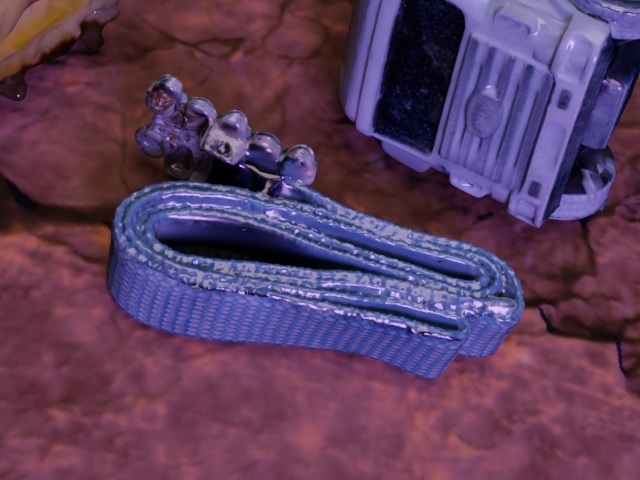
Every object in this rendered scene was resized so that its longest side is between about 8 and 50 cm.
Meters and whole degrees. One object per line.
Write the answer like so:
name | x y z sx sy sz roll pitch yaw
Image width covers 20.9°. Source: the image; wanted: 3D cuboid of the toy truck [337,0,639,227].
toy truck | 0.114 -0.155 0.871 0.162 0.136 0.305 23 46 11

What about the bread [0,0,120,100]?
bread | -0.191 -0.132 0.712 0.162 0.204 0.262 40 48 12

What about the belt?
belt | -0.001 0.002 0.755 0.179 0.065 0.100 15 58 -8
